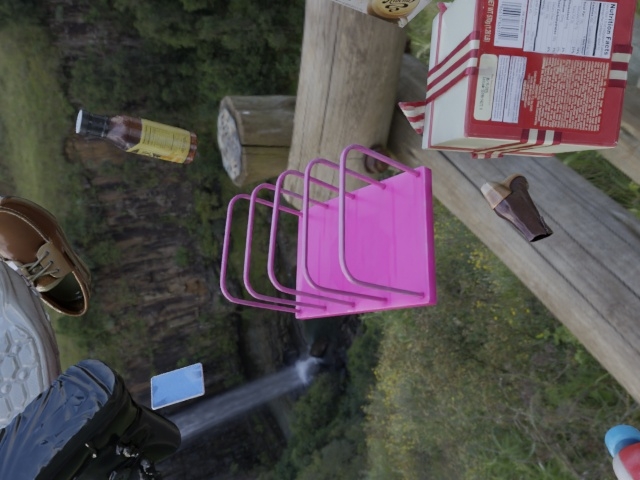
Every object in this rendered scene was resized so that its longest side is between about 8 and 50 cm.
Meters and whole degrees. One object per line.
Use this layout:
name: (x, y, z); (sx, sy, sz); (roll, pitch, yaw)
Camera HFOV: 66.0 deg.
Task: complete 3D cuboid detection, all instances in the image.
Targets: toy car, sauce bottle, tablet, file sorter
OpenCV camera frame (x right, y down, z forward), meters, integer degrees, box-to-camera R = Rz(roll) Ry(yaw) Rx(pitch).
toy car: (0.698, 0.417, 0.901); (0.210, 0.219, 0.238); (36, 113, 0)
sauce bottle: (-0.207, -0.119, 0.562); (0.042, 0.128, 0.042); (-19, 67, 53)
tablet: (-0.223, 0.226, 0.768); (0.006, 0.083, 0.054); (76, 177, -51)
file sorter: (0.000, 0.000, 0.751); (0.290, 0.182, 0.202); (-16, 67, 47)

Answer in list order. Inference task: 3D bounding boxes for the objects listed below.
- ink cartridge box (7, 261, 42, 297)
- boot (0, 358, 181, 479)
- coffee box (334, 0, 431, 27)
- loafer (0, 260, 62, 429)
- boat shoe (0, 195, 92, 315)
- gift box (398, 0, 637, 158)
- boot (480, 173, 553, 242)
ink cartridge box: (-0.562, 0.087, 0.903); (0.083, 0.048, 0.028); (54, -174, -10)
boot: (-0.271, 0.262, 0.516); (0.094, 0.246, 0.207); (28, 148, 29)
coffee box: (0.137, -0.669, 1.227); (0.168, 0.297, 0.119); (-25, 65, 54)
loafer: (-0.397, 0.145, 0.655); (0.319, 0.112, 0.111); (49, 173, 34)
boat shoe: (-0.552, 0.044, 0.989); (0.120, 0.122, 0.324); (54, 168, 35)
gift box: (0.280, -0.264, 0.772); (0.258, 0.276, 0.255); (-99, 17, -83)
boot: (0.569, -0.087, 1.383); (0.207, 0.248, 0.090); (54, 131, 23)
